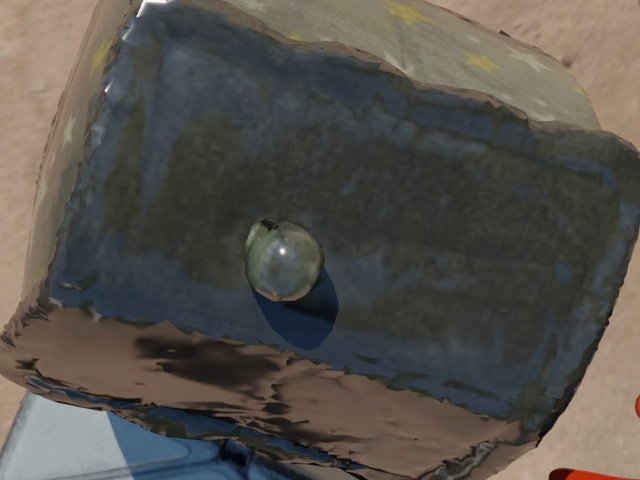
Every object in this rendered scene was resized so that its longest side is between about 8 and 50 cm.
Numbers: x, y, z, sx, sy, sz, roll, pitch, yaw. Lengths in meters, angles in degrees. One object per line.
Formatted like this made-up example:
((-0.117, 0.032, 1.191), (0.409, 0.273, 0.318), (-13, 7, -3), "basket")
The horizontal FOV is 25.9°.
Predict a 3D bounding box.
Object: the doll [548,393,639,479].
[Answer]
((0.163, 0.114, 0.500), (0.109, 0.169, 0.057), (-45, 134, 14), "doll")

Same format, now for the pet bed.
((0.000, 0.000, 0.521), (0.211, 0.159, 0.183), (19, 122, -18), "pet bed")

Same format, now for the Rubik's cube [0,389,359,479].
((-0.056, 0.118, 0.762), (0.207, 0.205, 0.205), (27, 124, -5), "Rubik's cube")
